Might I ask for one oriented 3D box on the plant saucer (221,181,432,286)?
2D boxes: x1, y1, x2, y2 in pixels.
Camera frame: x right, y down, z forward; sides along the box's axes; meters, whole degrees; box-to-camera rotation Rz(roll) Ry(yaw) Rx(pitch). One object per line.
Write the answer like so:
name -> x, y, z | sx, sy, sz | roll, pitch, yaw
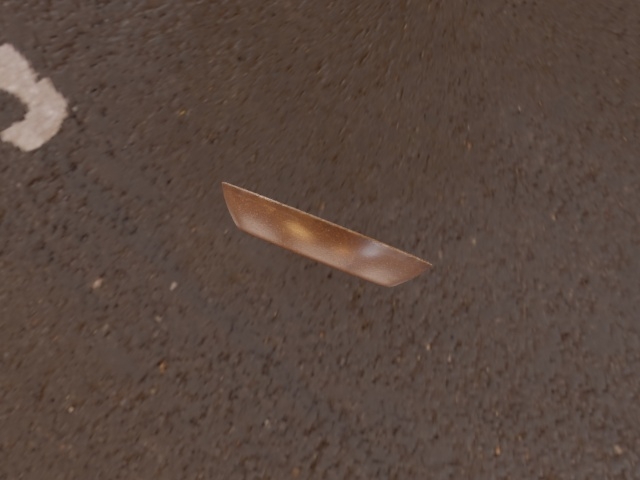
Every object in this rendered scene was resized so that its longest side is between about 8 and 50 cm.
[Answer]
plant saucer -> 0.000, 0.000, 1.043 | 0.199, 0.198, 0.036 | 21, 91, 0
